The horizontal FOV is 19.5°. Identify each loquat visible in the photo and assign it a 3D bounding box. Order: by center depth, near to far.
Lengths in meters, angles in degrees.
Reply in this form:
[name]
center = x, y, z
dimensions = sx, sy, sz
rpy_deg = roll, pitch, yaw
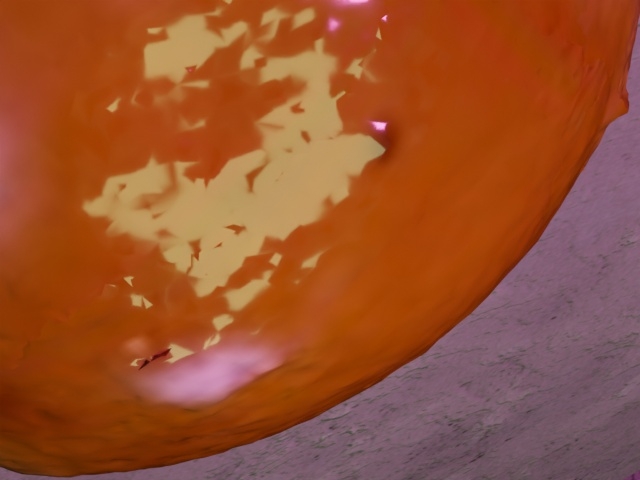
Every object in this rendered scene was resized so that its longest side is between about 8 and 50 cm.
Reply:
[loquat]
center = -0.066, -0.084, 0.573
dimensions = 0.328, 0.328, 0.328
rpy_deg = -22, 157, -10
